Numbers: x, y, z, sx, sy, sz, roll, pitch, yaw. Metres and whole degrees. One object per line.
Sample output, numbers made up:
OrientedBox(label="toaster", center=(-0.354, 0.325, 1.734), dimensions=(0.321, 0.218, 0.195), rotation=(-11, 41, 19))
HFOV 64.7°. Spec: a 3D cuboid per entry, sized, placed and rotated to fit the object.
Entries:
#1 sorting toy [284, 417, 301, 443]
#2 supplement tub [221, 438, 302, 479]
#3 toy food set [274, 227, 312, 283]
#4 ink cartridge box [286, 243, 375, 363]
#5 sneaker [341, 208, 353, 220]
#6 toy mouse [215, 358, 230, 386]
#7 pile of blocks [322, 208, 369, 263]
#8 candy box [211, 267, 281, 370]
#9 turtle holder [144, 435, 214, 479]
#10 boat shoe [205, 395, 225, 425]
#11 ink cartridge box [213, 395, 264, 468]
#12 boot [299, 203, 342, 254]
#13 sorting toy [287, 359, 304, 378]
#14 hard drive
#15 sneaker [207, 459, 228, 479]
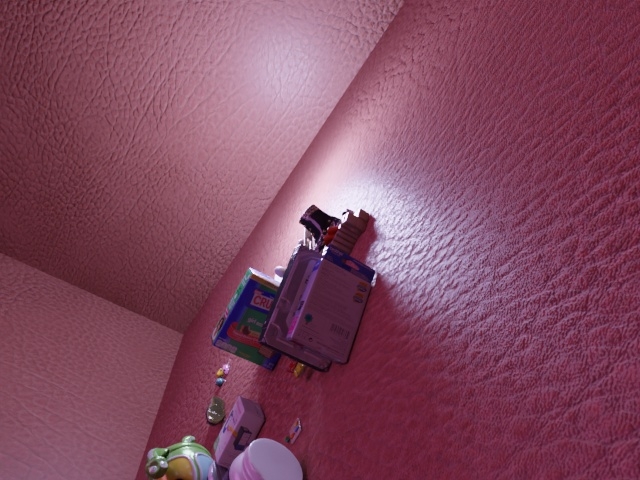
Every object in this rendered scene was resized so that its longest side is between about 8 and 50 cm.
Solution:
OrientedBox(label="sorting toy", center=(-0.085, 0.588, 1.535), dimensions=(0.083, 0.012, 0.062), rotation=(-59, 17, 7))
OrientedBox(label="supplement tub", center=(-0.187, 0.694, 1.353), dimensions=(0.272, 0.191, 0.191), rotation=(-58, 17, 13))
OrientedBox(label="toy food set", center=(-0.125, 0.113, 2.180), dimensions=(0.306, 0.092, 0.220), rotation=(-59, 18, 29))
OrientedBox(label="ink cartridge box", center=(0.037, 0.189, 1.514), dimensions=(0.065, 0.185, 0.311), rotation=(-31, 34, 63))
OrientedBox(label="sneaker", center=(0.098, -0.099, 2.060), dimensions=(0.083, 0.036, 0.032), rotation=(-53, 20, 31))
OrientedBox(label="toy mouse", center=(-0.501, 0.686, 2.572), dimensions=(0.161, 0.031, 0.143), rotation=(-61, 17, 1))
OrientedBox(label="pile of blocks", center=(0.042, 0.027, 1.892), dimensions=(0.362, 0.112, 0.149), rotation=(-60, 17, 3))
OrientedBox(label="candy box", center=(-0.236, 0.308, 1.984), dimensions=(0.317, 0.268, 0.122), rotation=(-62, 20, -1))
OrientedBox(label="turtle holder", center=(-0.496, 0.862, 1.842), dimensions=(0.227, 0.243, 0.321), rotation=(34, 133, 54))
OrientedBox(label="boat shoe", center=(-0.480, 0.785, 2.284), dimensions=(0.223, 0.080, 0.074), rotation=(-130, 64, -78))
OrientedBox(label="ink cartridge box", center=(-0.299, 0.701, 1.847), dimensions=(0.213, 0.093, 0.154), rotation=(-61, 16, -4))
OrientedBox(label="boot", center=(-0.021, -0.015, 2.022), dimensions=(0.236, 0.178, 0.085), rotation=(-56, -25, 0))
OrientedBox(label="sorting toy", center=(-0.027, 0.339, 1.706), dimensions=(0.132, 0.046, 0.275), rotation=(-27, 38, 62))
OrientedBox(label="hard drive", center=(-0.030, 0.210, 1.593), dimensions=(0.064, 0.236, 0.339), rotation=(-29, 35, 61))
OrientedBox(label="sneaker", center=(-0.352, 0.865, 1.710), dimensions=(0.091, 0.094, 0.258), rotation=(-54, 24, 13))
